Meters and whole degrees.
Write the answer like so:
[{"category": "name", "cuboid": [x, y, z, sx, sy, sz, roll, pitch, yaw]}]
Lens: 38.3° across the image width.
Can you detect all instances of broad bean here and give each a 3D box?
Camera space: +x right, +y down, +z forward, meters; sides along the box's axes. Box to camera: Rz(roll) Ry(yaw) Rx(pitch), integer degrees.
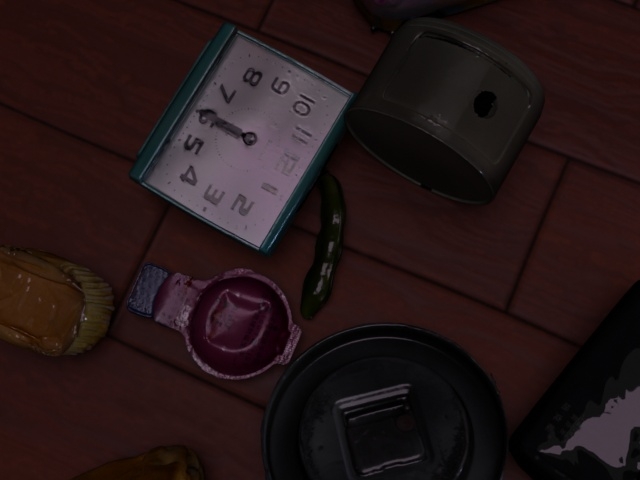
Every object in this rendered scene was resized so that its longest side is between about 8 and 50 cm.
[{"category": "broad bean", "cuboid": [0.004, -0.001, 1.290, 0.069, 0.039, 0.226, -8, 70, 36]}]

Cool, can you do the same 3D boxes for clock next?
[{"category": "clock", "cuboid": [0.081, 0.252, 1.166, 0.313, 0.061, 0.312, -4, 57, 6]}, {"category": "clock", "cuboid": [-0.103, -0.136, 1.298, 0.231, 0.116, 0.262, 29, 82, 5]}]

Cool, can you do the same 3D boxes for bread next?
[{"category": "bread", "cuboid": [-0.243, 0.351, 1.136, 0.211, 0.235, 0.099, -21, 113, 0]}, {"category": "bread", "cuboid": [-0.382, 0.082, 1.263, 0.191, 0.114, 0.132, 23, 89, 17]}]

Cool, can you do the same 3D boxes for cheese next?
[{"category": "cheese", "cuboid": [-0.146, 0.103, 1.265, 0.244, 0.062, 0.155, 19, 78, 9]}]

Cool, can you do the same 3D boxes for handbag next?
[{"category": "handbag", "cuboid": [0.425, 0.231, 1.139, 0.275, 0.178, 0.302, 39, 82, 11]}]

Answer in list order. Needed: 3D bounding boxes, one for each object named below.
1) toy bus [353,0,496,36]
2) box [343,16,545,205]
[{"category": "toy bus", "cuboid": [0.222, -0.437, 1.313, 0.386, 0.162, 0.171, -18, 78, 0]}, {"category": "box", "cuboid": [0.164, -0.169, 1.221, 0.226, 0.226, 0.149, 29, 81, 9]}]
